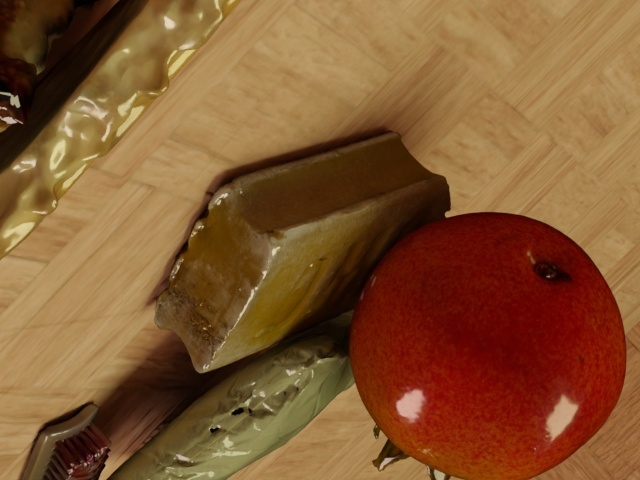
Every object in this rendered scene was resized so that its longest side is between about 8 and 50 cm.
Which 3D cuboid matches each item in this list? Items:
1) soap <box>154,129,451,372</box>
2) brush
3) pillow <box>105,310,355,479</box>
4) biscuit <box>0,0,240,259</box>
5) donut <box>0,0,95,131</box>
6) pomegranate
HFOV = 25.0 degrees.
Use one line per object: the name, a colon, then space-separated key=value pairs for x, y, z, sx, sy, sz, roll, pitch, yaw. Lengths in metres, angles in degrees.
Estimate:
soap: x=0.000 y=0.000 z=1.166 sx=0.258 sy=0.080 sz=0.160 roll=-20 pitch=151 yaw=-45
brush: x=-0.251 y=0.258 z=1.296 sx=0.060 sy=0.050 sz=0.321 roll=-29 pitch=158 yaw=-42
pillow: x=-0.064 y=0.159 z=1.300 sx=0.281 sy=0.076 sz=0.274 roll=-37 pitch=175 yaw=13
biscuit: x=-0.117 y=-0.067 z=0.704 sx=0.309 sy=0.040 sz=0.204 roll=-40 pitch=-164 yaw=25
donut: x=-0.193 y=-0.079 z=0.599 sx=0.126 sy=0.144 sz=0.186 roll=-46 pitch=-163 yaw=30
pomegranate: x=0.125 y=0.097 z=1.165 sx=0.221 sy=0.221 sz=0.256 roll=-15 pitch=145 yaw=-52
